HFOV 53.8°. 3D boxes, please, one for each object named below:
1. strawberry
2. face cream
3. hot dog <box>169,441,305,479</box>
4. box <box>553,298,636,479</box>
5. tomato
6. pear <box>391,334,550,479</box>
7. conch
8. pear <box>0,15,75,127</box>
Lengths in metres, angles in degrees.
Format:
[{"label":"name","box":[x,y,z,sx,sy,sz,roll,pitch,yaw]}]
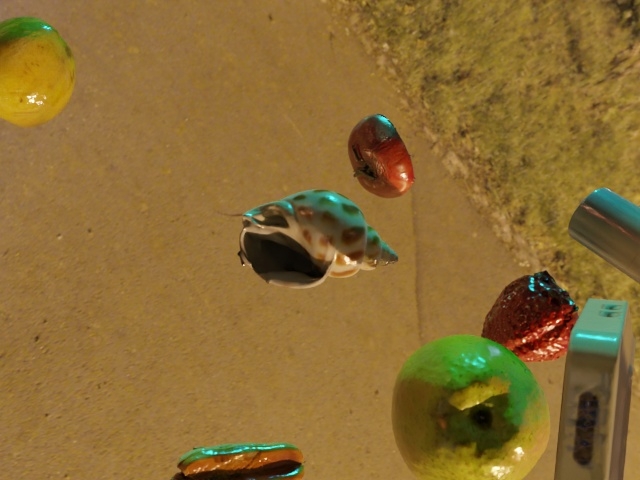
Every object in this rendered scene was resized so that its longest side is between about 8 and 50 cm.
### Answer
[{"label":"strawberry","box":[0.583,0.242,1.774,0.250,0.288,0.238,54,13,-8]},{"label":"face cream","box":[0.403,0.032,0.711,0.077,0.077,0.250,3,30,-42]},{"label":"hot dog","box":[-0.147,0.437,1.185,0.270,0.072,0.109,2,75,-23]},{"label":"box","box":[0.416,0.287,0.949,0.373,0.090,0.367,-8,103,-61]},{"label":"tomato","box":[0.139,-0.202,1.623,0.101,0.228,0.228,-28,91,-24]},{"label":"pear","box":[0.336,0.401,1.434,0.391,0.391,0.391,19,60,-36]},{"label":"conch","box":[0.000,0.000,1.131,0.149,0.275,0.182,-15,120,-74]},{"label":"pear","box":[-0.437,-0.246,0.928,0.149,0.149,0.162,37,82,-25]}]
